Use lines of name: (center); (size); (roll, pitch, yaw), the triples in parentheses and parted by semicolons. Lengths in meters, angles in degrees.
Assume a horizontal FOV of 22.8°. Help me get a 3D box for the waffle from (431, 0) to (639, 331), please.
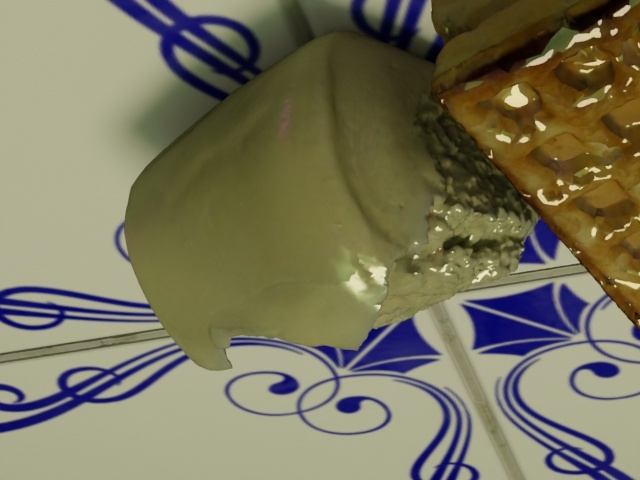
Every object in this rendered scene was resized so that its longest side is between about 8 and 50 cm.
waffle: (0.224, -0.066, 0.907); (0.213, 0.091, 0.308); (-28, 130, 26)

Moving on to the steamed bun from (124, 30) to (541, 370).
steamed bun: (0.000, 0.000, 0.977); (0.200, 0.170, 0.225); (23, 141, -36)
